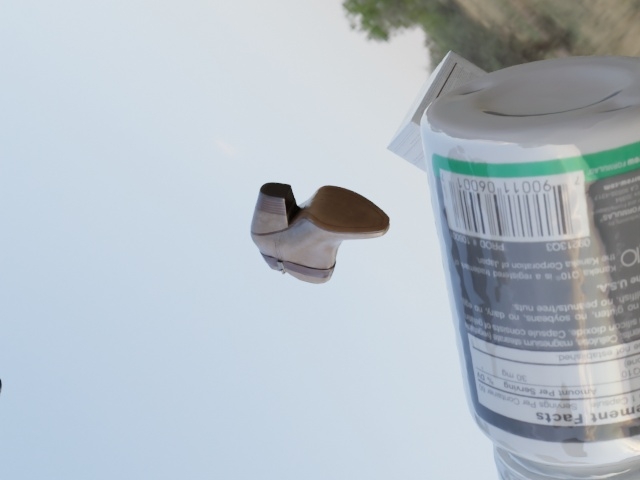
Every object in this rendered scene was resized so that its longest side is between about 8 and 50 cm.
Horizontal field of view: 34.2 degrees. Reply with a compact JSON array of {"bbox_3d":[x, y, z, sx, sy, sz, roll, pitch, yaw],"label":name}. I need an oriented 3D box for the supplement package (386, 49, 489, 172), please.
[{"bbox_3d":[0.248,-0.146,1.557,0.244,0.139,0.134,32,163,-3],"label":"supplement package"}]

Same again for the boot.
[{"bbox_3d":[0.000,0.000,0.788,0.118,0.042,0.087,19,142,24],"label":"boot"}]

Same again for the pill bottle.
[{"bbox_3d":[0.206,0.050,0.838,0.204,0.204,0.361,-101,-1,-68],"label":"pill bottle"}]

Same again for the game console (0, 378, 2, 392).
[{"bbox_3d":[-0.476,0.347,1.386,0.173,0.293,0.250,16,-176,18],"label":"game console"}]
